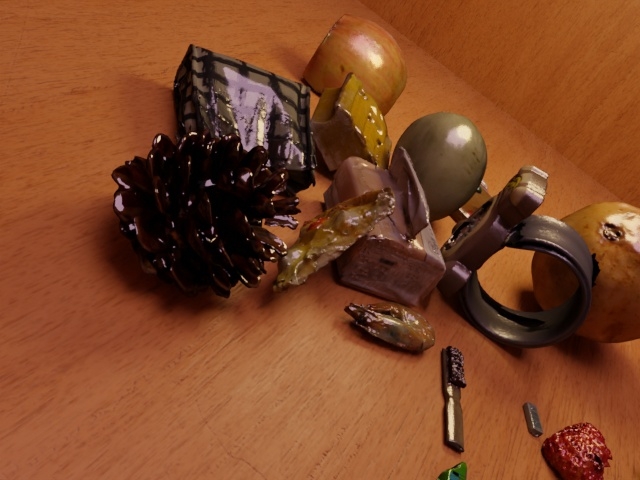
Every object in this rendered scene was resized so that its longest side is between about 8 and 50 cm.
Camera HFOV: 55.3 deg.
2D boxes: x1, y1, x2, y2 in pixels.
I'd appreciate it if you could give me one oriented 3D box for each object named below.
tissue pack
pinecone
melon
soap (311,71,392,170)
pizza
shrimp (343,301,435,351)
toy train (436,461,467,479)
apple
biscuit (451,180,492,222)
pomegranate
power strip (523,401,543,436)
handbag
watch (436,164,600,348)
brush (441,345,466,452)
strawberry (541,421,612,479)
[{"bbox_3d":[0.155,-0.051,1.346,0.238,0.238,0.305,21,34,-22],"label":"tissue pack"},{"bbox_3d":[-0.179,-0.054,1.001,0.296,0.242,0.298,-1,50,-2],"label":"pinecone"},{"bbox_3d":[0.312,-0.199,1.632,0.271,0.308,0.272,21,9,-3],"label":"melon"},{"bbox_3d":[0.092,-0.285,1.643,0.259,0.143,0.281,56,23,-21],"label":"soap"},{"bbox_3d":[0.000,0.000,1.133,0.075,0.280,0.287,55,42,-9],"label":"pizza"},{"bbox_3d":[0.137,0.160,1.212,0.217,0.051,0.115,18,29,-25],"label":"shrimp"},{"bbox_3d":[0.190,0.412,0.925,0.042,0.044,0.209,32,31,-2],"label":"toy train"},{"bbox_3d":[0.128,-0.555,2.036,0.309,0.314,0.252,34,-11,-1],"label":"apple"},{"bbox_3d":[0.417,-0.150,1.882,0.432,0.064,0.283,6,42,-39],"label":"biscuit"},{"bbox_3d":[0.743,0.103,1.589,0.410,0.410,0.410,24,33,-17],"label":"pomegranate"},{"bbox_3d":[0.434,0.363,1.250,0.027,0.017,0.083,28,33,-14],"label":"power strip"},{"bbox_3d":[-0.174,-0.278,1.417,0.325,0.162,0.327,14,45,-25],"label":"handbag"},{"bbox_3d":[0.465,0.061,1.377,0.327,0.335,0.314,42,31,0],"label":"watch"},{"bbox_3d":[0.256,0.290,1.162,0.043,0.036,0.248,26,32,-6],"label":"brush"},{"bbox_3d":[0.518,0.408,1.210,0.121,0.082,0.188,43,35,18],"label":"strawberry"}]
